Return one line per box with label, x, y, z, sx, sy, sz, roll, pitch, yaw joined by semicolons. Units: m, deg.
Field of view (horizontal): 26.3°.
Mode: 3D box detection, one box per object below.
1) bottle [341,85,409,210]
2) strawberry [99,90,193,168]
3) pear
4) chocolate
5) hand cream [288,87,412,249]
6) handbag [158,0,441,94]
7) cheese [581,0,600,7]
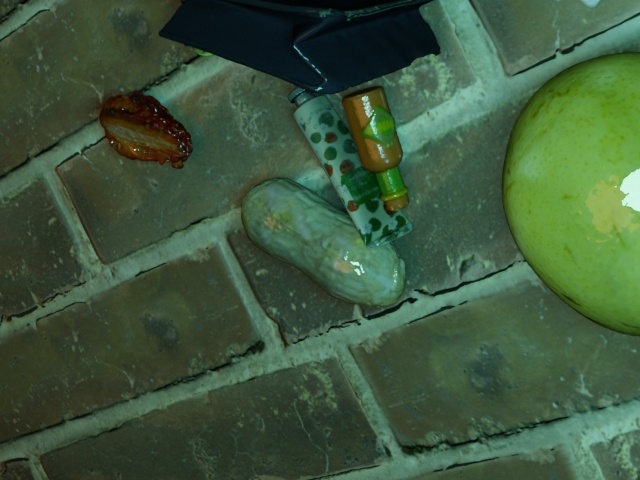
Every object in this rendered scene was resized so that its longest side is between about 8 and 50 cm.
bottle;0.090;-0.135;2.049;0.069;0.069;0.187;-8;107;42
strawberry;-0.289;-0.188;2.341;0.188;0.082;0.121;21;142;20
pear;0.388;-0.060;1.653;0.348;0.348;0.348;18;120;33
chocolate;0.000;0.000;2.143;0.309;0.134;0.134;33;128;24
hand cream;0.038;-0.116;2.092;0.276;0.095;0.059;58;146;8
handbag;-0.023;-0.312;1.897;0.329;0.303;0.122;20;118;32
cheese;0.272;-0.397;1.784;0.255;0.050;0.127;48;132;12
